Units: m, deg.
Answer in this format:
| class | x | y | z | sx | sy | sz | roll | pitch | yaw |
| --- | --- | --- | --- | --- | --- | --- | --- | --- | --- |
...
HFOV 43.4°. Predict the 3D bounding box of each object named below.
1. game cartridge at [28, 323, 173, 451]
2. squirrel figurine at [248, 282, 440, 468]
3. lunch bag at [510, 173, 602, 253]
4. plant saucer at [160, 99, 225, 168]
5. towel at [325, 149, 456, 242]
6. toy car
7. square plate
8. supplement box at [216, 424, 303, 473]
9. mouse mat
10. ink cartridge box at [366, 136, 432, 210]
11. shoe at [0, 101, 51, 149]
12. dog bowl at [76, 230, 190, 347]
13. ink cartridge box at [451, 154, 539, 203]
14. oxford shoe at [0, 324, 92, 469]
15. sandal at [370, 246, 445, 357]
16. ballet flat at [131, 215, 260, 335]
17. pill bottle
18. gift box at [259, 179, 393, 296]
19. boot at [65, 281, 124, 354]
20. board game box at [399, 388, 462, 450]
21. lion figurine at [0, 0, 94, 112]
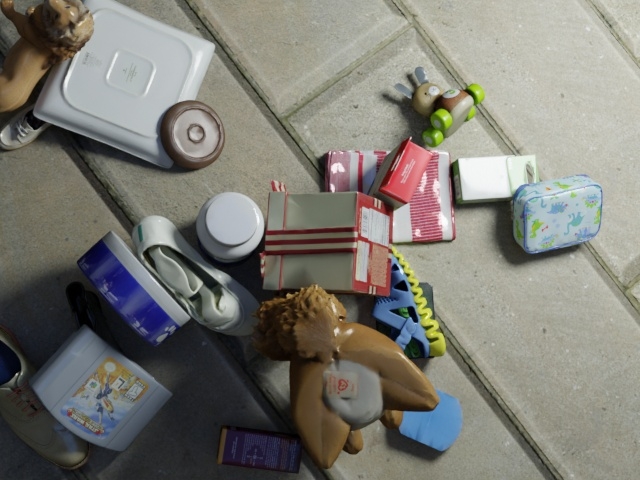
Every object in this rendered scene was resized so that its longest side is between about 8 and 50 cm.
| class | x | y | z | sx | sy | sz | roll | pitch | yaw |
| --- | --- | --- | --- | --- | --- | --- | --- | --- | --- |
| game cartridge | -0.482 | 0.339 | 1.767 | 0.198 | 0.062 | 0.297 | -52 | 130 | -14 |
| squirrel figurine | 0.032 | 0.263 | 1.772 | 0.281 | 0.370 | 0.397 | -36 | 87 | 0 |
| lunch bag | 0.589 | -0.064 | 2.013 | 0.219 | 0.090 | 0.176 | -13 | 118 | -8 |
| plant saucer | -0.304 | -0.258 | 1.946 | 0.168 | 0.029 | 0.168 | 0 | 89 | -29 |
| towel | 0.176 | -0.111 | 2.019 | 0.329 | 0.037 | 0.237 | -1 | 83 | -8 |
| toy car | 0.286 | -0.360 | 2.027 | 0.155 | 0.149 | 0.188 | -39 | 76 | -23 |
| square plate | -0.462 | -0.394 | 1.933 | 0.344 | 0.049 | 0.347 | 21 | 77 | -17 |
| supplement box | -0.141 | 0.480 | 1.852 | 0.188 | 0.104 | 0.081 | 9 | 81 | -6 |
| mouse mat | 0.211 | 0.199 | 1.993 | 0.152 | 0.007 | 0.190 | -2 | 83 | -8 |
| ink cartridge box | 0.185 | -0.150 | 1.890 | 0.078 | 0.231 | 0.134 | 27 | 81 | -6 |
| shoe | -0.679 | -0.294 | 1.916 | 0.219 | 0.058 | 0.076 | -37 | 88 | -12 |
| dog bowl | -0.415 | 0.109 | 1.788 | 0.104 | 0.265 | 0.265 | -42 | 89 | -9 |
| ink cartridge box | 0.446 | -0.156 | 2.048 | 0.209 | 0.062 | 0.109 | -4 | 82 | -9 |
| oxford shoe | -0.659 | 0.351 | 1.778 | 0.140 | 0.146 | 0.397 | -42 | 90 | -14 |
| sandal | 0.181 | 0.154 | 1.933 | 0.138 | 0.126 | 0.317 | -24 | 84 | -7 |
| ballet flat | -0.275 | 0.111 | 1.802 | 0.139 | 0.139 | 0.400 | -48 | 118 | -11 |
| pill bottle | -0.208 | -0.027 | 1.833 | 0.152 | 0.272 | 0.152 | 1 | 81 | -8 |
| gift box | 0.000 | 0.000 | 1.830 | 0.258 | 0.276 | 0.255 | -1 | 78 | 28 |
| boot | -0.514 | 0.217 | 1.811 | 0.083 | 0.161 | 0.246 | -23 | 85 | -10 |
| board game box | 0.262 | 0.427 | 1.953 | 0.168 | 0.033 | 0.133 | 25 | 74 | -9 |
| lion figurine | -0.682 | -0.409 | 1.843 | 0.240 | 0.142 | 0.392 | 40 | 102 | 25 |
